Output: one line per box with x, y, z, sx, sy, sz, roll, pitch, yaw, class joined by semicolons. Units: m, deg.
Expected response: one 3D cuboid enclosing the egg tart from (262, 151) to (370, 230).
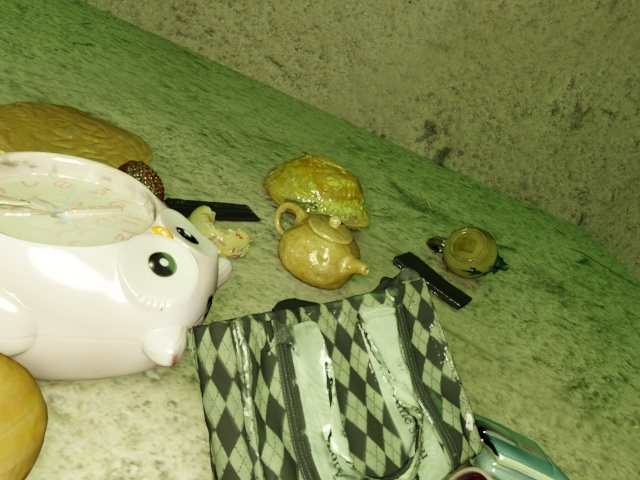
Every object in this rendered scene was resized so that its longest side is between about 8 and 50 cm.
-0.008;-0.166;1.641;0.339;0.153;0.352;13;28;-22;egg tart

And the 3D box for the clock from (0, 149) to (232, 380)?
-0.343;0.055;0.766;0.376;0.251;0.368;20;26;-1;clock

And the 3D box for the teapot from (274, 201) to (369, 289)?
0.000;0.000;1.304;0.311;0.167;0.203;42;29;29;teapot

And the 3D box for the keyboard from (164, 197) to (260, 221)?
-0.273;-0.076;1.356;0.250;0.017;0.087;2;34;-44;keyboard

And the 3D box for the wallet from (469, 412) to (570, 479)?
0.340;0.385;0.917;0.176;0.075;0.250;24;0;6;wallet

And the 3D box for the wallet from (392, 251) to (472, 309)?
0.334;0.117;1.578;0.244;0.025;0.124;37;27;23;wallet

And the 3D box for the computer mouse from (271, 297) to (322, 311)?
0.029;0.190;1.061;0.269;0.087;0.137;12;12;2;computer mouse

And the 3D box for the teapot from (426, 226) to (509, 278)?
0.482;0.049;1.733;0.269;0.173;0.182;13;-21;29;teapot

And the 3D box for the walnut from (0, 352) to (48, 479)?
-0.394;0.202;0.480;0.203;0.203;0.298;30;13;5;walnut

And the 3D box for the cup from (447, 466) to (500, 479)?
0.266;0.461;0.701;0.273;0.288;0.208;28;61;-1;cup

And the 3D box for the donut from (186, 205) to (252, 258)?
-0.247;-0.019;1.215;0.166;0.065;0.108;35;27;16;donut

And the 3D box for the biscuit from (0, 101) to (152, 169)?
-0.610;-0.245;1.291;0.365;0.062;0.385;27;25;0;biscuit

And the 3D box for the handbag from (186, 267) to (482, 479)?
0.033;0.213;0.744;0.416;0.180;0.317;-5;81;-41;handbag

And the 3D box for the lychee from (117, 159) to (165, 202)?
-0.411;-0.113;1.173;0.123;0.123;0.129;-26;93;-60;lychee
